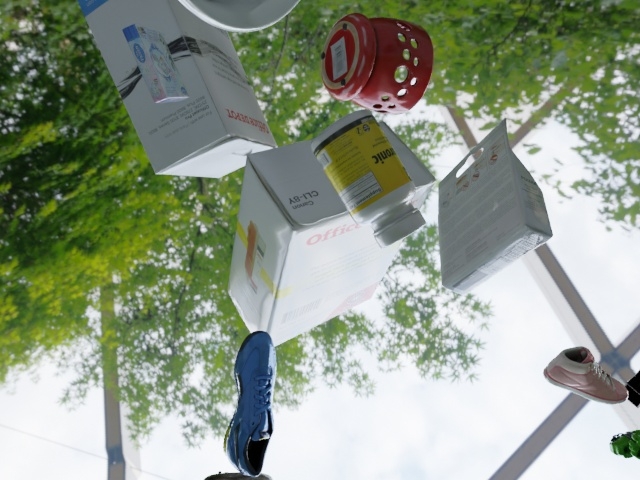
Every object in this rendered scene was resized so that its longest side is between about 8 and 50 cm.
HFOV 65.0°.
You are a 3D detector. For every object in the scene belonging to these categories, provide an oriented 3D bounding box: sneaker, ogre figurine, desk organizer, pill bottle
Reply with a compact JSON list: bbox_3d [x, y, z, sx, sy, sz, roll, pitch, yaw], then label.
[{"bbox_3d":[-0.091,0.244,0.753,0.069,0.210,0.082,10,178,-36],"label":"sneaker"},{"bbox_3d":[0.434,0.212,0.798,0.134,0.070,0.051,17,-147,4],"label":"sneaker"},{"bbox_3d":[0.611,0.341,0.848,0.118,0.197,0.097,-6,-120,-41],"label":"ogre figurine"},{"bbox_3d":[0.628,0.266,0.963,0.050,0.130,0.047,-29,-130,-17],"label":"desk organizer"},{"bbox_3d":[0.046,-0.053,0.455,0.065,0.065,0.116,-30,-91,-24],"label":"pill bottle"}]

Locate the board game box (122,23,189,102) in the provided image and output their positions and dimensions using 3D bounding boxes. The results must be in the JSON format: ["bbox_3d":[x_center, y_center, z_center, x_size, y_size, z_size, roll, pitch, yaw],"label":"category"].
[{"bbox_3d":[-0.205,-0.221,0.636,0.020,0.090,0.090,-20,-166,9],"label":"board game box"}]

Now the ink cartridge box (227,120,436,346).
[{"bbox_3d":[0.000,0.000,0.908,0.279,0.385,0.160,-20,-119,-28],"label":"ink cartridge box"}]

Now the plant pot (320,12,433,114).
[{"bbox_3d":[0.110,-0.366,1.035,0.174,0.191,0.191,0,-145,-35],"label":"plant pot"}]

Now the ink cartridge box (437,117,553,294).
[{"bbox_3d":[0.440,-0.090,1.340,0.091,0.308,0.385,22,-130,-16],"label":"ink cartridge box"}]

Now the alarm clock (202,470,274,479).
[{"bbox_3d":[-0.133,0.437,0.877,0.192,0.129,0.064,-26,-128,40],"label":"alarm clock"}]

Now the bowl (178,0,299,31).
[{"bbox_3d":[-0.104,-0.342,0.422,0.134,0.298,0.298,21,-131,23],"label":"bowl"}]

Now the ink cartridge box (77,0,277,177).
[{"bbox_3d":[-0.265,-0.331,0.977,0.166,0.395,0.285,-24,180,14],"label":"ink cartridge box"}]
